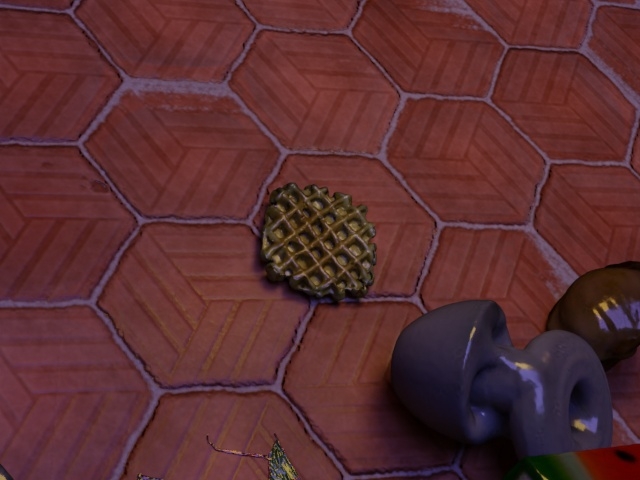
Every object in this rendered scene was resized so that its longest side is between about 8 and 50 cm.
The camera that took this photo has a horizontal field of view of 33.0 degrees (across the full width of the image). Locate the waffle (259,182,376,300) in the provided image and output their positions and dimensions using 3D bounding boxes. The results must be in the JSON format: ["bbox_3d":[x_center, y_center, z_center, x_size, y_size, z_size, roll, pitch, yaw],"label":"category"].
[{"bbox_3d":[0.000,0.000,1.495,0.169,0.036,0.183,14,55,-14],"label":"waffle"}]

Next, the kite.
[{"bbox_3d":[-0.096,0.306,1.269,0.244,0.006,0.198,19,53,-7],"label":"kite"}]

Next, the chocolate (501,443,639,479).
[{"bbox_3d":[0.383,0.378,1.185,0.341,0.161,0.360,2,31,-36],"label":"chocolate"}]

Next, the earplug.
[{"bbox_3d":[0.244,0.197,1.379,0.326,0.175,0.214,28,57,-12],"label":"earplug"}]

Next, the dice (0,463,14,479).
[{"bbox_3d":[-0.369,0.322,1.049,0.181,0.182,0.183,-28,72,-34],"label":"dice"}]

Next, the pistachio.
[{"bbox_3d":[0.409,0.101,1.525,0.165,0.130,0.210,6,42,35],"label":"pistachio"}]
